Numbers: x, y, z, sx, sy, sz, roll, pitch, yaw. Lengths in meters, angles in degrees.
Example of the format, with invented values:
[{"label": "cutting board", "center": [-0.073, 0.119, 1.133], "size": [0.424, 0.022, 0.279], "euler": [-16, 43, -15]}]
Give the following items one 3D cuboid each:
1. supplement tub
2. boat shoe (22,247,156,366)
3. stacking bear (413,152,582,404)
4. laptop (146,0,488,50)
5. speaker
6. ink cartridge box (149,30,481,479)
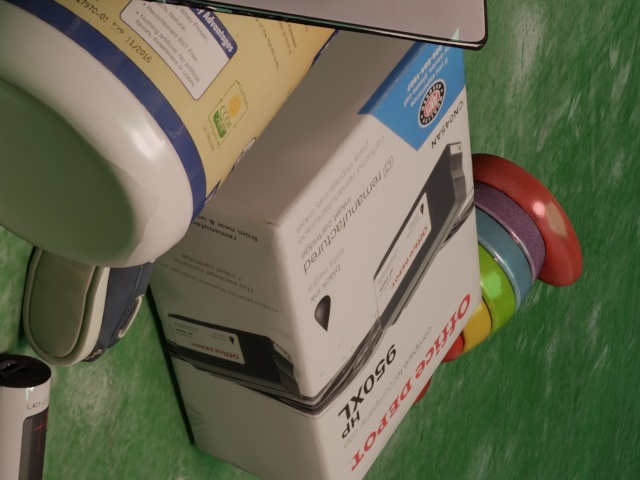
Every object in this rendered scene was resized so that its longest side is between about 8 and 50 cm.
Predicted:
[{"label": "supplement tub", "center": [-0.109, -0.163, 1.194], "size": [0.316, 0.228, 0.228], "euler": [-54, 151, -28]}, {"label": "boat shoe", "center": [-0.150, -0.024, 1.375], "size": [0.079, 0.095, 0.254], "euler": [-16, 124, -58]}, {"label": "stacking bear", "center": [0.120, 0.059, 1.917], "size": [0.289, 0.175, 0.164], "euler": [-47, 150, -24]}, {"label": "laptop", "center": [-0.039, -0.345, 1.013], "size": [0.408, 0.236, 0.382], "euler": [6, 74, -24]}, {"label": "speaker", "center": [-0.236, 0.156, 1.390], "size": [0.055, 0.055, 0.136], "euler": [-27, 132, -55]}, {"label": "ink cartridge box", "center": [0.000, 0.000, 1.606], "size": [0.285, 0.166, 0.395], "euler": [-52, 150, -31]}]
